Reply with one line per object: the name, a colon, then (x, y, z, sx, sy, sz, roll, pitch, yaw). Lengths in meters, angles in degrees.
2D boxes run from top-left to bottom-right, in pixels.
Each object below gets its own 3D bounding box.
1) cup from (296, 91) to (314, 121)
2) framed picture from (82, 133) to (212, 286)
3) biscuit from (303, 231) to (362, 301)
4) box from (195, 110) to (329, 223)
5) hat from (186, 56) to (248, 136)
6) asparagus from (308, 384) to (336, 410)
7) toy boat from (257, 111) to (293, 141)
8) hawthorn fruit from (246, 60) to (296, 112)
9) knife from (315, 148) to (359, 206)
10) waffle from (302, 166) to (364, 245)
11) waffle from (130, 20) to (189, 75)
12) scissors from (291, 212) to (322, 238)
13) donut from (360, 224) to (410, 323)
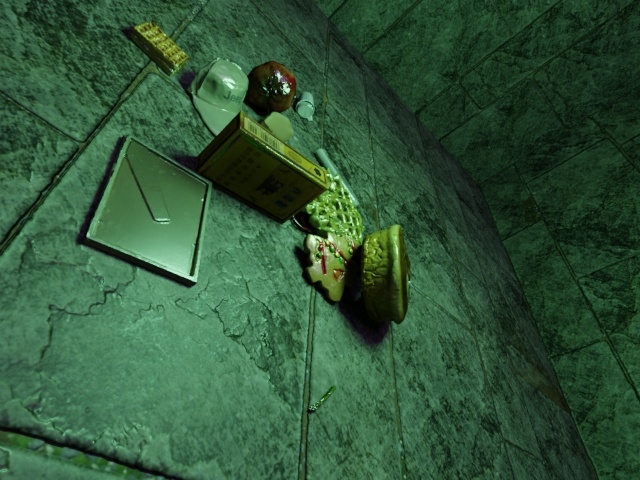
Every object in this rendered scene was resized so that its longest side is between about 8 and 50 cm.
cup: (-0.057, -0.554, 1.730, 0.116, 0.074, 0.104, -90, 159, -51)
framed picture: (-0.350, -0.073, 0.898, 0.232, 0.024, 0.314, 31, 39, -34)
biscuit: (0.051, 0.058, 1.234, 0.239, 0.041, 0.212, -27, 91, -39)
box: (-0.150, -0.181, 1.109, 0.302, 0.193, 0.084, 29, 40, -37)
hat: (-0.260, -0.417, 1.254, 0.244, 0.149, 0.214, 50, 30, 13)
asparagus: (0.005, 0.370, 0.969, 0.015, 0.014, 0.114, 28, 22, 22)
toy boat: (-0.152, -0.378, 1.425, 0.116, 0.061, 0.188, 46, 32, -14)
hawthorn fruit: (-0.174, -0.552, 1.471, 0.181, 0.181, 0.235, 38, 21, -26)
knife: (0.065, -0.240, 1.617, 0.265, 0.041, 0.073, 57, 20, 4)
waffle: (0.052, -0.093, 1.390, 0.317, 0.073, 0.297, 53, 29, -23)
waffle: (-0.457, -0.550, 1.187, 0.148, 0.042, 0.102, 42, 35, -21)
scissors: (0.000, 0.000, 1.317, 0.247, 0.017, 0.144, 57, 31, 1)
donut: (0.201, 0.109, 1.300, 0.330, 0.160, 0.329, -9, 90, -73)
